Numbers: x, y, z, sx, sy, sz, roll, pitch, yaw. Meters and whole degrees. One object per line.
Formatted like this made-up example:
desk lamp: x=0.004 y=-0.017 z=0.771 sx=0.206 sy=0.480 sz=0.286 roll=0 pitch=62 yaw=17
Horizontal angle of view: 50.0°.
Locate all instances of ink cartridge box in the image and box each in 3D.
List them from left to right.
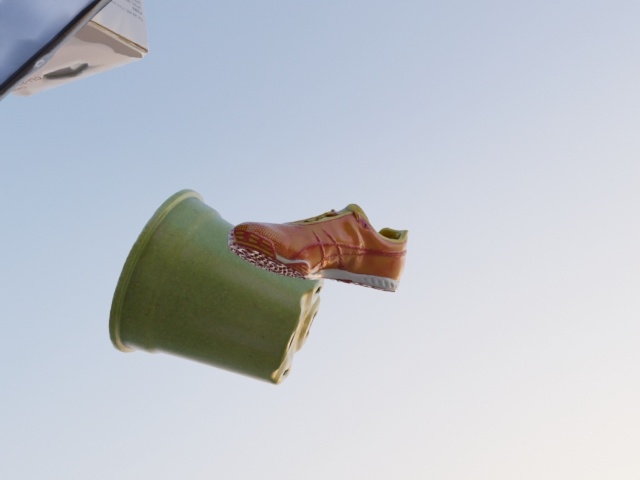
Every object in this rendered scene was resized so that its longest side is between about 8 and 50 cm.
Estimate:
ink cartridge box: x=-0.311 y=-0.320 z=0.749 sx=0.197 sy=0.272 sz=0.114 roll=-11 pitch=-6 yaw=20

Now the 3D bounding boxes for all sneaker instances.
sneaker: x=0.000 y=0.000 z=0.543 sx=0.175 sy=0.067 sz=0.064 roll=10 pitch=-1 yaw=-44

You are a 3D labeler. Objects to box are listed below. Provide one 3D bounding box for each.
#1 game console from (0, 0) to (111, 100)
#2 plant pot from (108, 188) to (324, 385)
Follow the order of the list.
game console: x=-0.265 y=-0.156 z=0.478 sx=0.386 sy=0.342 sz=0.060 roll=-40 pitch=-89 yaw=3
plant pot: x=-0.141 y=0.093 z=1.064 sx=0.254 sy=0.276 sz=0.276 roll=22 pitch=-39 yaw=10
